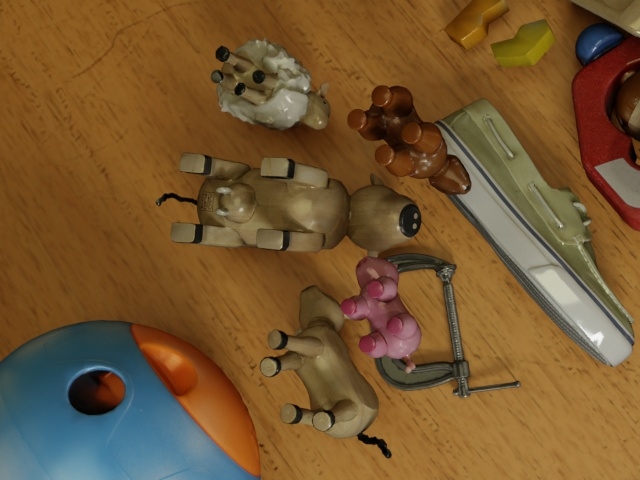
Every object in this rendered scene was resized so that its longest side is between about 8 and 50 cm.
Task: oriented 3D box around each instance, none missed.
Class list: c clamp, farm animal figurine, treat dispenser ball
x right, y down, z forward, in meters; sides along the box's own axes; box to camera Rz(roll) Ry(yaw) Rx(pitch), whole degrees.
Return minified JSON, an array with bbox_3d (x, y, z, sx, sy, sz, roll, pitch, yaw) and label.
[{"bbox_3d":[0.116,0.086,1.161,0.137,0.022,0.161,-16,79,14],"label":"c clamp"},{"bbox_3d":[0.000,0.000,1.121,0.327,0.172,0.330,25,98,29],"label":"farm animal figurine"},{"bbox_3d":[-0.198,0.218,1.056,0.288,0.288,0.288,-2,81,10],"label":"treat dispenser ball"}]

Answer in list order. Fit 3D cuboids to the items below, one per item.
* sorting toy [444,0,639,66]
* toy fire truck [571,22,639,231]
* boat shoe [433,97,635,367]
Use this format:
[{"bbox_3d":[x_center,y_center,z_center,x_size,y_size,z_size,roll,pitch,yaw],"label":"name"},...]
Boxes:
[{"bbox_3d":[0.272,-0.290,1.134,0.307,0.041,0.229,-46,49,1],"label":"sorting toy"},{"bbox_3d":[0.376,-0.151,1.095,0.302,0.169,0.254,-33,53,3],"label":"toy fire truck"},{"bbox_3d":[0.211,-0.015,1.116,0.094,0.109,0.302,-38,74,1],"label":"boat shoe"}]
